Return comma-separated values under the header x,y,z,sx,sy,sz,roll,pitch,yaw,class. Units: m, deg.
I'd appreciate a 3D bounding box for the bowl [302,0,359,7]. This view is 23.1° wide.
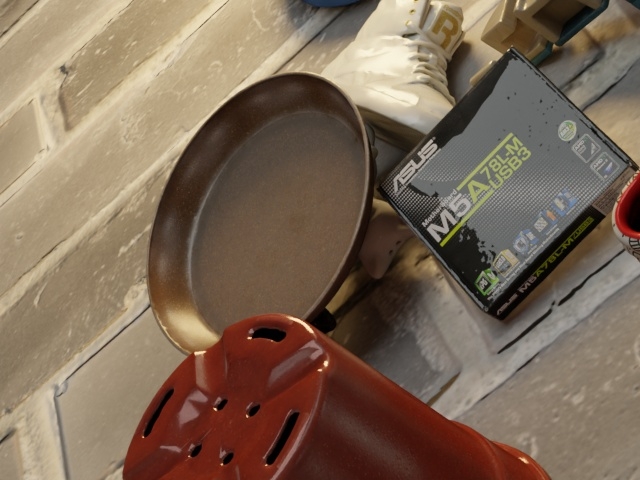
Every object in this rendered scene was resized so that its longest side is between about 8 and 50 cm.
x,y,z,sx,sy,sz,roll,pitch,yaw,class
0.082,-0.460,2.019,0.391,0.077,0.391,-31,35,25,bowl

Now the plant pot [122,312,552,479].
x,y,z,sx,sy,sz,roll,pitch,yaw,class
0.005,0.209,1.216,0.272,0.265,0.272,-31,36,26,plant pot

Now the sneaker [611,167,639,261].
x,y,z,sx,sy,sz,roll,pitch,yaw,class
0.352,-0.049,1.183,0.270,0.145,0.090,-33,46,24,sneaker

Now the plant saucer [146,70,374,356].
x,y,z,sx,sy,sz,roll,pitch,yaw,class
-0.055,-0.019,1.575,0.311,0.050,0.310,-23,54,37,plant saucer

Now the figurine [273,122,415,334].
x,y,z,sx,sy,sz,roll,pitch,yaw,class
0.000,0.000,1.606,0.215,0.092,0.209,-49,39,17,figurine

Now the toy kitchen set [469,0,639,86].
x,y,z,sx,sy,sz,roll,pitch,yaw,class
0.251,-0.183,1.520,0.207,0.122,0.166,-39,27,53,toy kitchen set

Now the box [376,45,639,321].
x,y,z,sx,sy,sz,roll,pitch,yaw,class
0.171,-0.054,1.440,0.190,0.045,0.184,-46,56,11,box

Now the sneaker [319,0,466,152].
x,y,z,sx,sy,sz,roll,pitch,yaw,class
0.103,-0.188,1.673,0.169,0.108,0.292,-53,31,-2,sneaker
